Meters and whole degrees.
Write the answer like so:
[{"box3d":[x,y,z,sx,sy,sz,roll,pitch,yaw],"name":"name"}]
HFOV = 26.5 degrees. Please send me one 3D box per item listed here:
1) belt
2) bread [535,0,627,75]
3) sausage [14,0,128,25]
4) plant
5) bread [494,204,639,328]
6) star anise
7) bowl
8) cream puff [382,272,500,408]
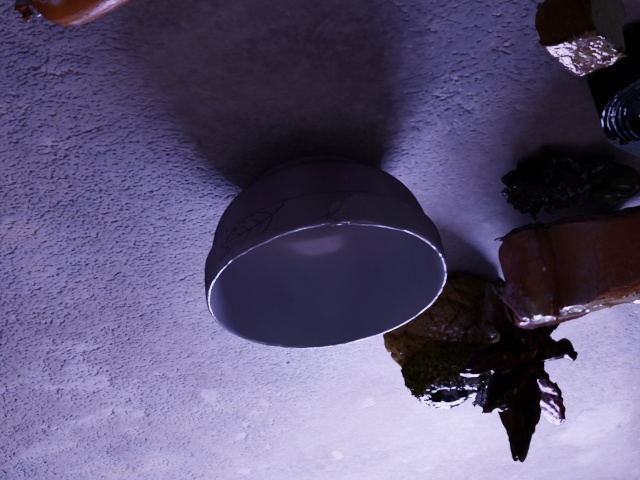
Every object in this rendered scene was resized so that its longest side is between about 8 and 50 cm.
[{"box3d":[0.381,-0.160,1.511,0.151,0.078,0.198,-28,145,26],"name":"belt"},{"box3d":[0.267,-0.220,1.393,0.070,0.077,0.083,-16,150,34],"name":"bread"},{"box3d":[-0.149,-0.270,1.184,0.312,0.093,0.093,-24,146,23],"name":"sausage"},{"box3d":[0.307,-0.071,1.645,0.174,0.087,0.085,-3,-172,0],"name":"plant"},{"box3d":[0.325,0.033,1.707,0.244,0.123,0.190,-8,168,-33],"name":"bread"},{"box3d":[0.273,0.152,1.827,0.088,0.288,0.288,5,163,41],"name":"star anise"},{"box3d":[0.000,0.000,1.613,0.287,0.144,0.287,-6,149,-4],"name":"bowl"},{"box3d":[0.181,0.155,1.887,0.183,0.169,0.183,-6,148,-4],"name":"cream puff"}]
